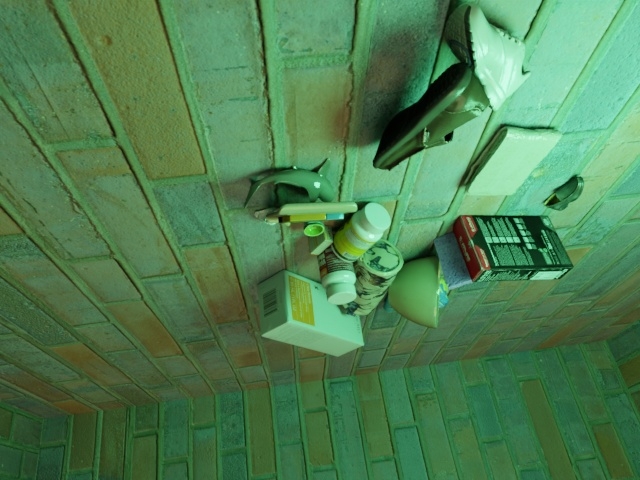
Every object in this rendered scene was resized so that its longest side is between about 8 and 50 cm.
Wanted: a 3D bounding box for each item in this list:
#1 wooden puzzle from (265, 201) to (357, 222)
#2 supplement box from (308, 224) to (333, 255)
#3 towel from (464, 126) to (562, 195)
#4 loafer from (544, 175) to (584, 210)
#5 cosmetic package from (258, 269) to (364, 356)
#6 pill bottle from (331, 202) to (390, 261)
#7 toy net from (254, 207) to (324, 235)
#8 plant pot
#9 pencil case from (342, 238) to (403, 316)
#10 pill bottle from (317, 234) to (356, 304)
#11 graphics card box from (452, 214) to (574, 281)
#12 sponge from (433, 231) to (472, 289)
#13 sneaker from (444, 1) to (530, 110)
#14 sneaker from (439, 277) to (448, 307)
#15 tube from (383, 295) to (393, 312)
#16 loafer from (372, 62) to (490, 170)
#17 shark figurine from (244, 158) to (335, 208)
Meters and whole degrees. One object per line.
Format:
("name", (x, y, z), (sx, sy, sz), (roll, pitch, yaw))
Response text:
("wooden puzzle", (-0.032, -0.071, 1.410), (0.220, 0.045, 0.238), (-3, 176, -16))
("supplement box", (0.000, 0.000, 1.666), (0.036, 0.062, 0.098), (12, 145, -31))
("towel", (0.556, -0.229, 1.447), (0.187, 0.049, 0.282), (-2, 148, -16))
("loafer", (0.818, -0.154, 1.640), (0.061, 0.062, 0.170), (0, 148, -7))
("cosmetic package", (-0.033, 0.309, 2.005), (0.161, 0.230, 0.453), (-31, 142, 31))
("pill bottle", (0.132, -0.026, 1.602), (0.119, 0.119, 0.208), (9, 146, -29))
("toy net", (-0.089, -0.070, 1.538), (0.232, 0.045, 0.122), (4, 148, -22))
("plant pot", (0.372, 0.197, 1.939), (0.190, 0.284, 0.284), (3, 153, 16))
("pencil case", (0.180, 0.147, 1.873), (0.183, 0.160, 0.410), (-5, 150, -14))
("pill bottle", (0.056, 0.101, 1.696), (0.121, 0.221, 0.121), (-7, 150, -4))
("graphics card box", (0.676, 0.024, 1.732), (0.370, 0.233, 0.094), (-2, 145, -15))
("sponge", (0.493, 0.067, 1.775), (0.117, 0.210, 0.031), (-24, 145, 22))
("sneaker", (0.363, -0.410, 1.051), (0.129, 0.111, 0.297), (-39, 145, 14))
("sneaker", (0.503, 0.221, 2.127), (0.091, 0.126, 0.240), (-28, 146, 29))
("tube", (0.336, 0.257, 2.229), (0.080, 0.052, 0.207), (-12, 146, -17))
("loafer", (0.250, -0.253, 1.155), (0.130, 0.134, 0.366), (30, 152, -15))
("shark figurine", (-0.064, -0.143, 1.355), (0.278, 0.116, 0.166), (2, 147, -23))
